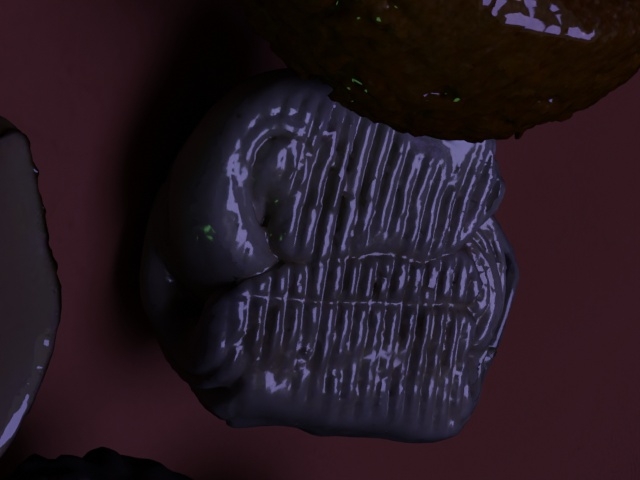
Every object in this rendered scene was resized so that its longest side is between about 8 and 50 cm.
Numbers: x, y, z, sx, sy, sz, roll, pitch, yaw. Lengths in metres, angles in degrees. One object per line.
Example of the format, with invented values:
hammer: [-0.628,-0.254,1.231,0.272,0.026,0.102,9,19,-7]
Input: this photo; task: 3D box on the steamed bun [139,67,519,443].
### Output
steamed bun: [0.000,-0.002,0.939,0.218,0.144,0.211,2,105,-26]

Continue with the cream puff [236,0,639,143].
cream puff: [0.056,-0.194,0.807,0.303,0.212,0.303,6,81,-37]

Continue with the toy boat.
toy boat: [-0.174,0.030,0.744,0.116,0.061,0.188,-41,142,-40]

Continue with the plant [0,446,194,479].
plant: [-0.137,0.278,0.828,0.215,0.213,0.312,-19,135,-56]
